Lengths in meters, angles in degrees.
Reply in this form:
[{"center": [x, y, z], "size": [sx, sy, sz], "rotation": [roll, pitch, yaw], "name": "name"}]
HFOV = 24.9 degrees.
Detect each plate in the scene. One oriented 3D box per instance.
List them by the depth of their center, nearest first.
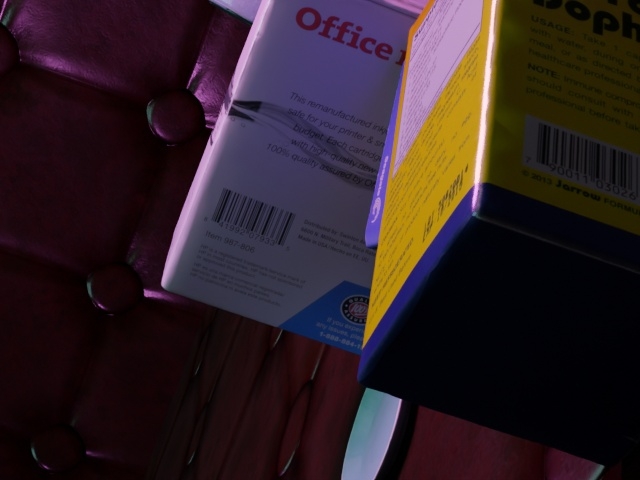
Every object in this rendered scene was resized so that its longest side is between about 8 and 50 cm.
[{"center": [0.066, 0.207, 1.584], "size": [0.188, 0.024, 0.188], "rotation": [-161, 90, -82], "name": "plate"}]

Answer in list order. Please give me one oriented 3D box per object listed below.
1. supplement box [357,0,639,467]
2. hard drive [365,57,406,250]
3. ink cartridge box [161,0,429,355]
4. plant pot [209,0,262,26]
[{"center": [0.167, -0.063, 0.996], "size": [0.194, 0.195, 0.356], "rotation": [120, 165, -49], "name": "supplement box"}, {"center": [0.128, -0.102, 1.334], "size": [0.319, 0.040, 0.210], "rotation": [165, 119, -73], "name": "hard drive"}, {"center": [0.023, -0.098, 1.634], "size": [0.166, 0.285, 0.395], "rotation": [-92, 23, -67], "name": "ink cartridge box"}, {"center": [0.010, -0.429, 2.027], "size": [0.334, 0.341, 0.341], "rotation": [-59, 10, 5], "name": "plant pot"}]
